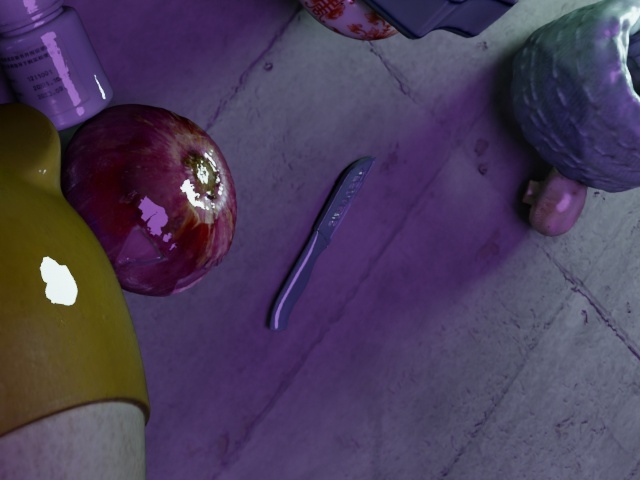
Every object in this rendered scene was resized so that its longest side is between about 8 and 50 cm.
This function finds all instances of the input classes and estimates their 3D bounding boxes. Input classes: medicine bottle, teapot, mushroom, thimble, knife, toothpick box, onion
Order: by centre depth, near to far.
[{"bbox_3d":[-0.334,0.126,1.061,0.409,0.409,0.425,-9,106,-31],"label":"toothpick box"},{"bbox_3d":[-0.240,-0.166,1.244,0.080,0.080,0.130,-33,115,-23],"label":"medicine bottle"},{"bbox_3d":[-0.156,-0.036,1.279,0.154,0.177,0.177,-4,107,10],"label":"onion"},{"bbox_3d":[0.026,-0.264,1.362,0.245,0.116,0.159,-32,108,-44],"label":"teapot"},{"bbox_3d":[-0.001,0.000,1.474,0.028,0.015,0.210,31,82,-27],"label":"knife"},{"bbox_3d":[0.340,-0.162,1.537,0.250,0.172,0.204,12,70,-34],"label":"thimble"},{"bbox_3d":[0.261,-0.046,1.601,0.067,0.083,0.083,21,88,8],"label":"mushroom"}]

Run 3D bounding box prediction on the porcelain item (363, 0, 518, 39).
[{"bbox_3d":[0.101,-0.349,1.299,0.281,0.157,0.286,38,51,-6],"label":"porcelain item"}]
